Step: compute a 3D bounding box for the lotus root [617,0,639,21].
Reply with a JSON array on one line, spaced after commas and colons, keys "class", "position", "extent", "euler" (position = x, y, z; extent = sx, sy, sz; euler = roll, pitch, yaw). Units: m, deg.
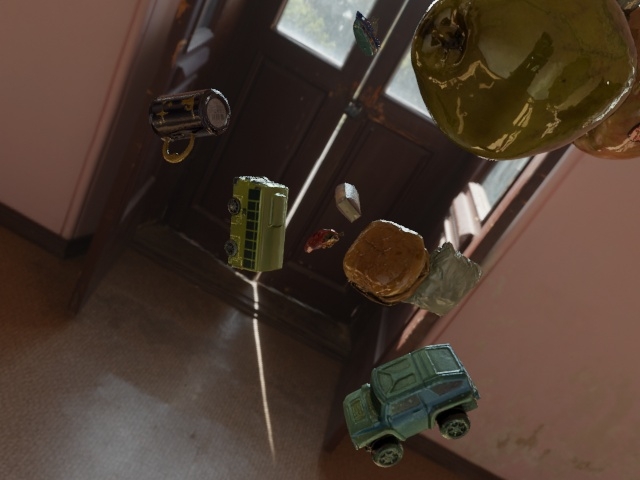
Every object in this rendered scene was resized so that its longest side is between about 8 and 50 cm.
[{"class": "lotus root", "position": [0.733, -0.591, 1.225], "extent": [0.088, 0.165, 0.088], "euler": [8, 44, -7]}]

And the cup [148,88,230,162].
[{"class": "cup", "position": [-0.472, -0.417, 1.913], "extent": [0.256, 0.255, 0.178], "euler": [3, 10, 31]}]

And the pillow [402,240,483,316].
[{"class": "pillow", "position": [0.469, 0.155, 1.986], "extent": [0.309, 0.283, 0.138], "euler": [26, 18, -40]}]

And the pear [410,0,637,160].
[{"class": "pear", "position": [0.325, -0.261, 0.801], "extent": [0.374, 0.288, 0.287], "euler": [14, 28, -23]}]

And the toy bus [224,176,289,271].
[{"class": "toy bus", "position": [-0.118, -0.031, 0.999], "extent": [0.101, 0.175, 0.088], "euler": [11, 9, 35]}]

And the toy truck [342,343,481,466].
[{"class": "toy truck", "position": [0.184, 0.338, 1.091], "extent": [0.155, 0.278, 0.156], "euler": [-106, 170, -64]}]

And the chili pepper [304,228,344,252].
[{"class": "chili pepper", "position": [0.000, 0.000, 1.350], "extent": [0.059, 0.268, 0.051], "euler": [-24, 91, -19]}]

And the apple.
[{"class": "apple", "position": [0.842, -0.432, 1.420], "extent": [0.392, 0.346, 0.391], "euler": [57, -1, 2]}]

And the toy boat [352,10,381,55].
[{"class": "toy boat", "position": [0.173, -0.764, 1.872], "extent": [0.091, 0.110, 0.175], "euler": [32, -10, 39]}]

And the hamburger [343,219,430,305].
[{"class": "hamburger", "position": [0.239, 0.080, 1.871], "extent": [0.319, 0.318, 0.158], "euler": [53, 3, 40]}]

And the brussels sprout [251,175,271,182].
[{"class": "brussels sprout", "position": [-0.221, -0.149, 1.822], "extent": [0.117, 0.155, 0.155], "euler": [9, 32, -35]}]

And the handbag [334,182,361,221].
[{"class": "handbag", "position": [0.110, -0.162, 2.153], "extent": [0.117, 0.095, 0.173], "euler": [50, 20, -26]}]
